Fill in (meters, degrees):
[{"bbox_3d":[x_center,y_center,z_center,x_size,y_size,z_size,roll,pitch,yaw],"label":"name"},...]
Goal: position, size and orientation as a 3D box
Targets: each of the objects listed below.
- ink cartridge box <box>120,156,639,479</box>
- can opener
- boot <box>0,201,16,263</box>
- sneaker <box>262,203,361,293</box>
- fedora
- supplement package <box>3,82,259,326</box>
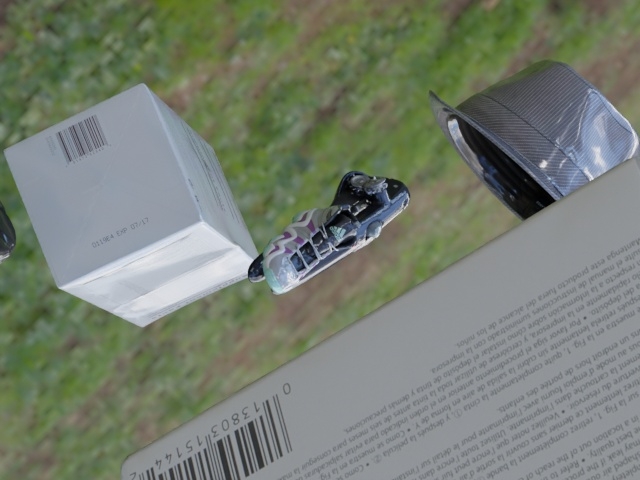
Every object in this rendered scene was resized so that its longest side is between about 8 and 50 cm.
[{"bbox_3d":[0.064,0.142,0.781,0.296,0.261,0.066,-32,140,19],"label":"ink cartridge box"},{"bbox_3d":[0.012,-0.003,1.521,0.186,0.059,0.073,-36,130,-47],"label":"can opener"},{"bbox_3d":[-0.405,0.052,1.150,0.284,0.138,0.377,-42,161,28],"label":"boot"},{"bbox_3d":[0.000,0.000,1.376,0.069,0.038,0.098,-17,-153,33],"label":"sneaker"},{"bbox_3d":[0.231,-0.097,1.820,0.124,0.243,0.275,-47,153,-4],"label":"fedora"},{"bbox_3d":[-0.158,-0.024,1.613,0.139,0.134,0.244,-25,166,5],"label":"supplement package"}]
